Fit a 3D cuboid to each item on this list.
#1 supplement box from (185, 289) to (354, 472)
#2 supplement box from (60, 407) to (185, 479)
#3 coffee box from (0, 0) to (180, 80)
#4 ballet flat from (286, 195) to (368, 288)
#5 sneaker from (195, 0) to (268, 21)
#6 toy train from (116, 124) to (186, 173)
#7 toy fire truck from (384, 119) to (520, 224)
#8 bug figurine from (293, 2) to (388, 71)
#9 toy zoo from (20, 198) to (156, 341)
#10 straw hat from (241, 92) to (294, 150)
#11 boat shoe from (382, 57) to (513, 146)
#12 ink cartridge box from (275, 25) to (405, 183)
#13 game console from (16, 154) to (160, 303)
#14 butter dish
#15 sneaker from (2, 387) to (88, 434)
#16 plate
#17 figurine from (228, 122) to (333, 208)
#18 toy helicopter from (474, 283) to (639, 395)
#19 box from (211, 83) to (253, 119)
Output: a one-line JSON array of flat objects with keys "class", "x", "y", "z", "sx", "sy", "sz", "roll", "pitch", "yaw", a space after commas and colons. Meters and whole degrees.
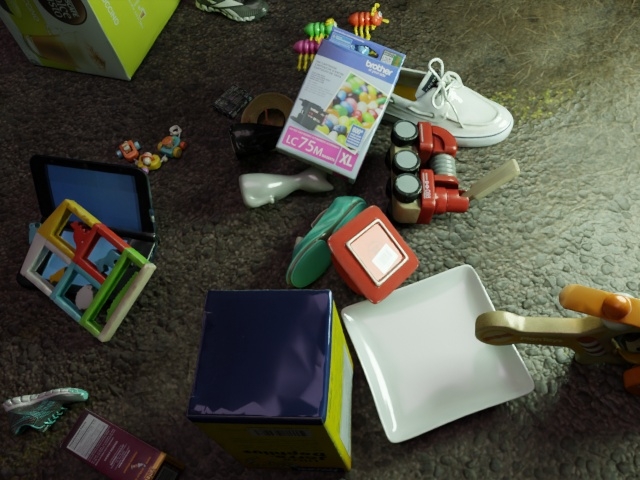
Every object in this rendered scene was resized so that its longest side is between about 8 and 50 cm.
[{"class": "supplement box", "x": -0.059, "y": 0.241, "z": 1.051, "sx": 0.195, "sy": 0.356, "sz": 0.194, "roll": -1, "pitch": 59, "yaw": 9}, {"class": "supplement box", "x": -0.353, "y": 0.388, "z": 1.162, "sx": 0.188, "sy": 0.104, "sz": 0.081, "roll": 21, "pitch": 66, "yaw": 21}, {"class": "coffee box", "x": -0.621, "y": -0.678, "z": 1.697, "sx": 0.334, "sy": 0.337, "sz": 0.338, "roll": 14, "pitch": 63, "yaw": 16}, {"class": "ballet flat", "x": 0.000, "y": 0.000, "z": 1.358, "sx": 0.247, "sy": 0.083, "sz": 0.087, "roll": -48, "pitch": 39, "yaw": -18}, {"class": "sneaker", "x": -0.253, "y": -0.667, "z": 1.764, "sx": 0.234, "sy": 0.106, "sz": 0.078, "roll": 20, "pitch": 66, "yaw": 19}, {"class": "toy train", "x": -0.411, "y": -0.229, "z": 1.569, "sx": 0.166, "sy": 0.046, "sz": 0.125, "roll": -26, "pitch": 59, "yaw": -6}, {"class": "toy fire truck", "x": 0.269, "y": -0.149, "z": 1.362, "sx": 0.246, "sy": 0.158, "sz": 0.217, "roll": 3, "pitch": 59, "yaw": -2}, {"class": "bug figurine", "x": 0.047, "y": -0.498, "z": 1.590, "sx": 0.216, "sy": 0.072, "sz": 0.279, "roll": -1, "pitch": 40, "yaw": 17}, {"class": "toy zoo", "x": -0.504, "y": 0.048, "z": 1.353, "sx": 0.293, "sy": 0.030, "sz": 0.192, "roll": 36, "pitch": 97, "yaw": 14}, {"class": "straw hat", "x": -0.117, "y": -0.285, "z": 1.539, "sx": 0.144, "sy": 0.144, "sz": 0.061, "roll": -11, "pitch": 19, "yaw": 3}, {"class": "boat shoe", "x": 0.254, "y": -0.331, "z": 1.453, "sx": 0.367, "sy": 0.156, "sz": 0.136, "roll": 23, "pitch": 66, "yaw": 22}, {"class": "ink cartridge box", "x": 0.048, "y": -0.302, "z": 1.400, "sx": 0.186, "sy": 0.065, "sz": 0.311, "roll": 23, "pitch": 84, "yaw": 3}, {"class": "game console", "x": -0.517, "y": -0.023, "z": 1.392, "sx": 0.293, "sy": 0.173, "sz": 0.250, "roll": 8, "pitch": 61, "yaw": 14}, {"class": "butter dish", "x": 0.086, "y": 0.040, "z": 1.292, "sx": 0.160, "sy": 0.118, "sz": 0.160, "roll": -38, "pitch": 90, "yaw": -35}, {"class": "sneaker", "x": -0.530, "y": 0.333, "z": 1.259, "sx": 0.166, "sy": 0.065, "sz": 0.076, "roll": -14, "pitch": 75, "yaw": 5}, {"class": "plate", "x": 0.210, "y": 0.207, "z": 1.210, "sx": 0.278, "sy": 0.045, "sz": 0.277, "roll": -20, "pitch": 58, "yaw": -2}, {"class": "figurine", "x": -0.085, "y": -0.180, "z": 1.456, "sx": 0.209, "sy": 0.092, "sz": 0.215, "roll": -12, "pitch": 68, "yaw": -3}, {"class": "toy helicopter", "x": 0.443, "y": 0.153, "z": 1.092, "sx": 0.355, "sy": 0.235, "sz": 0.140, "roll": 2, "pitch": 61, "yaw": 11}, {"class": "box", "x": -0.221, "y": -0.348, "z": 1.623, "sx": 0.067, "sy": 0.018, "sz": 0.083, "roll": 32, "pitch": 69, "yaw": 24}]
